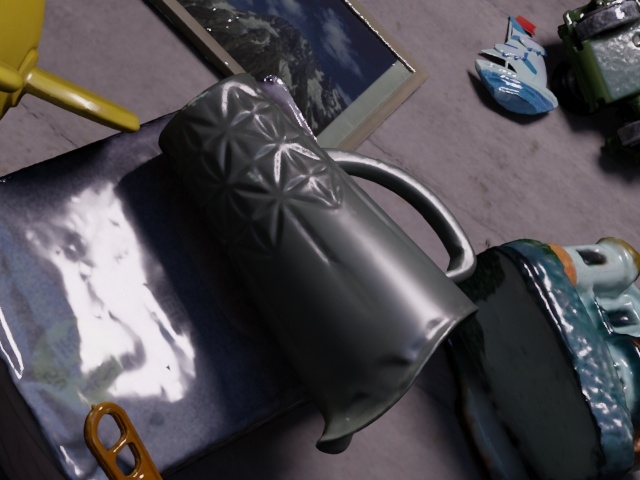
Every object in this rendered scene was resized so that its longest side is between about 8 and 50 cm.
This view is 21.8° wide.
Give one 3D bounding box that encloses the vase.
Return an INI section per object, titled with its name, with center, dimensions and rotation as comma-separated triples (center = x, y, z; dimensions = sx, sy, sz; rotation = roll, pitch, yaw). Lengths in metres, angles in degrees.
[vase]
center = 0.000, 0.000, 1.388
dimensions = 0.251, 0.156, 0.301
rotation = -32, 79, -36

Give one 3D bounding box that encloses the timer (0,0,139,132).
[timer]
center = -0.349, -0.174, 1.275
dimensions = 0.387, 0.376, 0.376
rotation = 28, 50, 13

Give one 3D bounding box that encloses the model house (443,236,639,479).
[model house]
center = 0.281, 0.120, 1.630
dimensions = 0.291, 0.184, 0.253
rotation = -7, 64, -39

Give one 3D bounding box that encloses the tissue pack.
[tissue pack]
center = -0.133, 0.046, 1.444
dimensions = 0.394, 0.124, 0.288
rotation = -24, 82, -38

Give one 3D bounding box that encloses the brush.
[brush]
center = -0.108, 0.253, 1.325
dimensions = 0.090, 0.017, 0.314
rotation = -48, 122, -39

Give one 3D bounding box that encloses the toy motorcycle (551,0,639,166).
[toy motorcycle]
center = 0.403, -0.198, 1.871
dimensions = 0.275, 0.127, 0.205
rotation = -20, 85, -11

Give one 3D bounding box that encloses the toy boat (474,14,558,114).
[toy boat]
center = 0.228, -0.189, 1.860
dimensions = 0.105, 0.034, 0.149
rotation = 42, 39, -2

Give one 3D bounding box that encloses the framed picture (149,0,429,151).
[framed picture]
center = -0.036, -0.216, 1.714
dimensions = 0.281, 0.019, 0.209
rotation = 45, 51, -3
